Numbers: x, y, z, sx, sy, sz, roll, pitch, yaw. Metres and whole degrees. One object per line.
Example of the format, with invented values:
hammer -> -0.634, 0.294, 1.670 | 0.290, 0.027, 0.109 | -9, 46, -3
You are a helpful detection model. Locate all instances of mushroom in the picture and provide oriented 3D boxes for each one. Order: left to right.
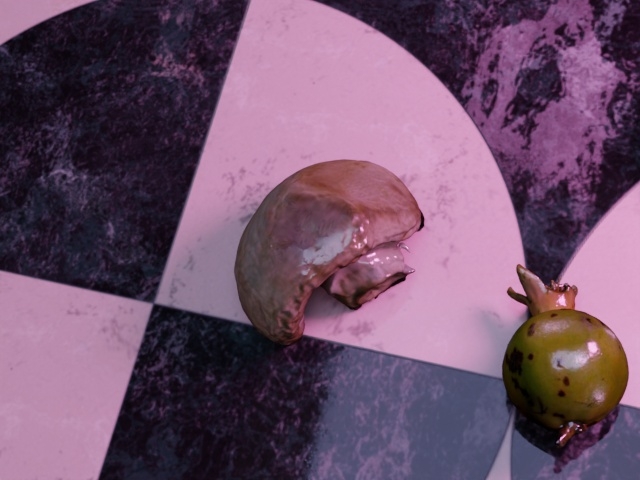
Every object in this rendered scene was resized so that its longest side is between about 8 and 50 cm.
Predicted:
mushroom -> -0.001, -0.008, 1.464 | 0.267, 0.164, 0.189 | -31, 69, -1

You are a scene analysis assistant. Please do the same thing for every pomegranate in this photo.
pomegranate -> 0.275, 0.133, 1.374 | 0.156, 0.156, 0.220 | -30, 48, -1
